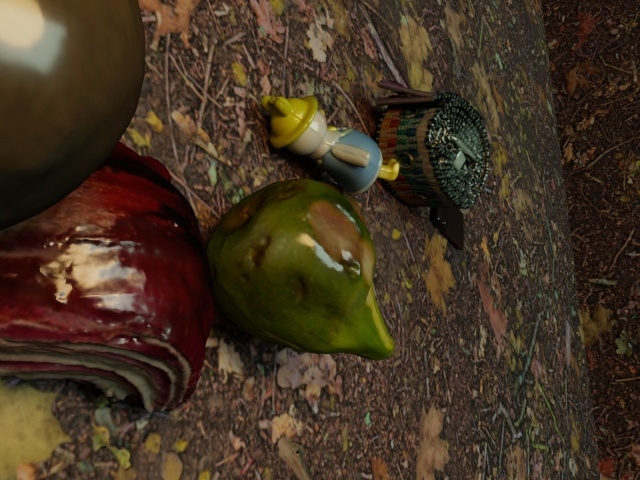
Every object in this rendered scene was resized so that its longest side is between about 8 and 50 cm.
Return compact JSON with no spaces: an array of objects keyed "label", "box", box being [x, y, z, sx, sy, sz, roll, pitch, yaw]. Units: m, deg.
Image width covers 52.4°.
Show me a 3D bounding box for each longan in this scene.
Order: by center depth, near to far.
[{"label":"longan","box":[-0.272,-0.129,0.442,0.300,0.300,0.243,-50,162,-51]}]

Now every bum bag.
[{"label":"bum bag","box":[0.297,-0.054,1.491,0.159,0.026,0.109,39,48,-45]}]

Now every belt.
[{"label":"belt","box":[0.208,-0.176,1.279,0.295,0.161,0.206,21,80,-52]}]

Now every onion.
[{"label":"onion","box":[-0.192,0.004,0.614,0.314,0.146,0.279,26,55,-46]}]

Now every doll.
[{"label":"doll","box":[0.011,-0.144,0.985,0.241,0.099,0.135,32,27,-34]}]

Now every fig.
[{"label":"fig","box":[-0.008,0.064,0.799,0.275,0.206,0.206,52,40,-23]}]

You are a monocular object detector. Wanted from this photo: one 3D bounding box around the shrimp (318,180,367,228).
[{"label":"shrimp","box":[0.000,0.000,0.981,0.152,0.063,0.287,66,32,-15]}]
